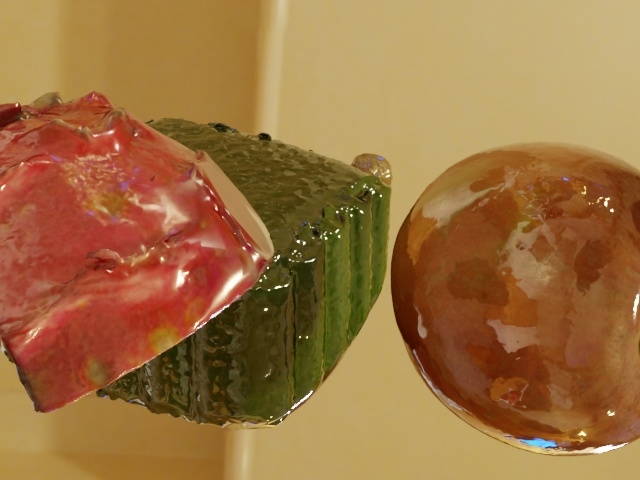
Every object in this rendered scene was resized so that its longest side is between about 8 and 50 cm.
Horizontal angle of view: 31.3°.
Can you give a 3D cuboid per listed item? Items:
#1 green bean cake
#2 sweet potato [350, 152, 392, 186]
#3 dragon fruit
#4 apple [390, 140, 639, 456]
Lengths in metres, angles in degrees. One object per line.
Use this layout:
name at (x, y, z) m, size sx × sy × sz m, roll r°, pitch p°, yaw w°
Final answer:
green bean cake at (-0.124, 0.032, 1.121) m, size 0.319 × 0.335 × 0.218 m, roll -37°, pitch 135°, yaw -52°
sweet potato at (0.000, 0.000, 1.518) m, size 0.385 × 0.109 × 0.109 m, roll 127°, pitch -28°, yaw -46°
dragon fruit at (-0.123, -0.009, 0.699) m, size 0.262 × 0.189 × 0.163 m, roll -114°, pitch -155°, yaw -79°
apple at (0.172, 0.046, 0.909) m, size 0.253 × 0.253 × 0.254 m, roll -176°, pitch -90°, yaw -85°
